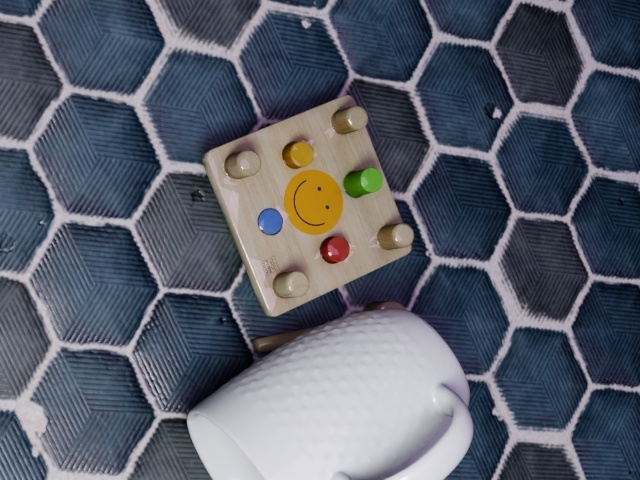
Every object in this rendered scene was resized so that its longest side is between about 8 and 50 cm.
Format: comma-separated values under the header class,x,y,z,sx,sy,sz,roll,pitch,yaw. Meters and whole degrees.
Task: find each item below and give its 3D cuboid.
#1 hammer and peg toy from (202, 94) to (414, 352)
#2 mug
class,x,y,z,sx,sy,sz,roll,pitch,yaw
hammer and peg toy,0.000,0.000,2.085,0.266,0.127,0.361,-24,96,-25
mug,0.052,0.257,1.947,0.328,0.374,0.276,-35,112,-20
